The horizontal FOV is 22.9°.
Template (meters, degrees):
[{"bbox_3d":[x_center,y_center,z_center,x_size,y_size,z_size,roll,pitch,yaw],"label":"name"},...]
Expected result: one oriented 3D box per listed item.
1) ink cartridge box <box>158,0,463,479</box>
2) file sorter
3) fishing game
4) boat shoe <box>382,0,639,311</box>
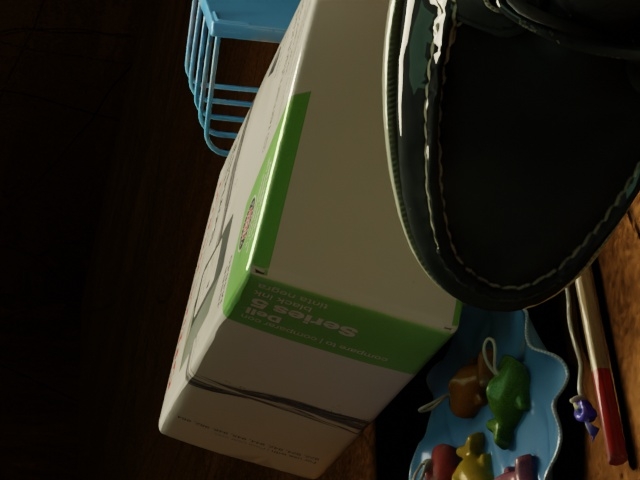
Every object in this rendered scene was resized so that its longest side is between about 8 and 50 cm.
[{"bbox_3d":[0.000,0.000,0.919,0.273,0.114,0.198,123,162,-61],"label":"ink cartridge box"},{"bbox_3d":[-0.040,-0.138,1.215,0.170,0.118,0.104,-111,29,-64],"label":"file sorter"},{"bbox_3d":[0.072,0.105,0.780,0.264,0.041,0.189,117,157,-50],"label":"fishing game"},{"bbox_3d":[0.106,-0.120,0.576,0.113,0.127,0.340,-87,17,-74],"label":"boat shoe"}]
